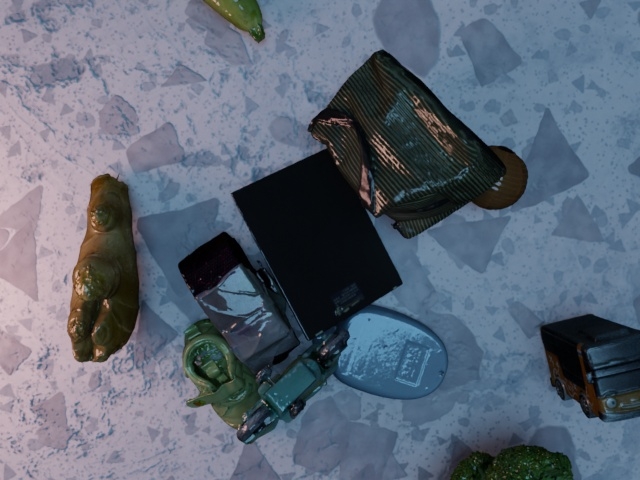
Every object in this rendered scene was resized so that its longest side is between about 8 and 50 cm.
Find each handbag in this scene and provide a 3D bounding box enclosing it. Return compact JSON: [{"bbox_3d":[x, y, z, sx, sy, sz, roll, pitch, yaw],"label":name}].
[{"bbox_3d":[0.155,-0.177,1.207,0.240,0.247,0.340,-43,59,15],"label":"handbag"}]

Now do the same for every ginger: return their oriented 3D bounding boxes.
[{"bbox_3d":[-0.454,0.052,1.257,0.166,0.236,0.375,-14,90,17],"label":"ginger"}]

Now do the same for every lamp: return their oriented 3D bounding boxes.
[{"bbox_3d":[0.356,-0.129,1.289,0.136,0.136,0.136,0,93,0],"label":"lamp"}]

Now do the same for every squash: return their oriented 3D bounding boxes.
[{"bbox_3d":[-0.237,-0.560,1.277,0.118,0.118,0.370,-44,93,3],"label":"squash"}]

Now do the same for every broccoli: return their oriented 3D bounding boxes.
[{"bbox_3d":[0.390,0.589,1.258,0.310,0.321,0.413,24,97,28],"label":"broccoli"}]

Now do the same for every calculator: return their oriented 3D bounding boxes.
[{"bbox_3d":[0.126,0.240,1.359,0.303,0.042,0.188,17,94,-1],"label":"calculator"}]

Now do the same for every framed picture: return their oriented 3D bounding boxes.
[{"bbox_3d":[0.000,0.000,1.307,0.255,0.014,0.338,-29,93,-23],"label":"framed picture"}]

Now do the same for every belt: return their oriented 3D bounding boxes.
[{"bbox_3d":[-0.151,0.122,1.286,0.164,0.184,0.289,-33,95,-3],"label":"belt"}]

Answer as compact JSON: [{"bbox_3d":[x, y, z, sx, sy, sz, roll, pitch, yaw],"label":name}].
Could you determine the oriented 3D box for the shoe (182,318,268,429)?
[{"bbox_3d":[-0.213,0.294,1.336,0.140,0.128,0.262,-28,90,16],"label":"shoe"}]

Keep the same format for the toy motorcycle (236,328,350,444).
[{"bbox_3d":[-0.059,0.294,1.280,0.296,0.198,0.109,-41,78,-18],"label":"toy motorcycle"}]

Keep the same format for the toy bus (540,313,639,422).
[{"bbox_3d":[0.549,0.243,1.240,0.138,0.275,0.167,-14,92,2],"label":"toy bus"}]
